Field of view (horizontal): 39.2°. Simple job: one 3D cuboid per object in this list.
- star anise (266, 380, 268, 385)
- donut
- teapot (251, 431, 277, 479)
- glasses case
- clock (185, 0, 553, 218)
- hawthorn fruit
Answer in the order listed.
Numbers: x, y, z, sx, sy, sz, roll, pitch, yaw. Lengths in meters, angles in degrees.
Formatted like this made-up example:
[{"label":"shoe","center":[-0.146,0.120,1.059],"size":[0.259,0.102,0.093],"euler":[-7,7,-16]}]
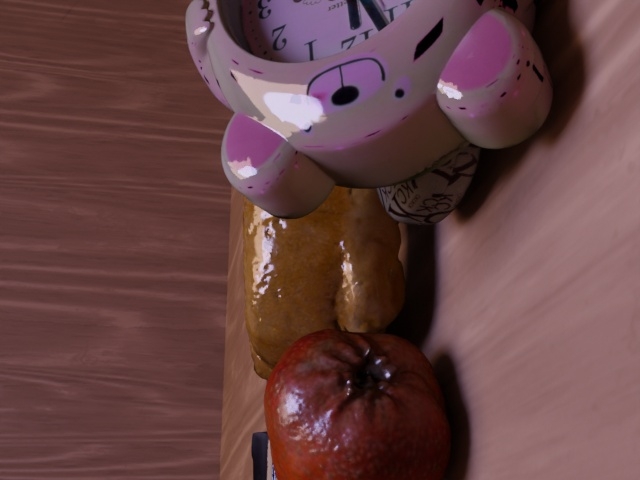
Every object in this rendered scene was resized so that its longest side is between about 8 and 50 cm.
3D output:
[{"label":"star anise","center":[-0.018,0.171,1.109],"size":[0.223,0.109,0.236],"euler":[89,165,-72]},{"label":"donut","center":[0.000,0.000,0.920],"size":[0.317,0.150,0.299],"euler":[-94,3,-57]},{"label":"teapot","center":[-0.039,0.314,1.214],"size":[0.096,0.087,0.177],"euler":[135,139,-58]},{"label":"glasses case","center":[0.082,-0.180,0.785],"size":[0.137,0.085,0.354],"euler":[119,154,-57]},{"label":"clock","center":[0.030,-0.186,0.663],"size":[0.114,0.284,0.309],"euler":[38,-139,-54]},{"label":"hawthorn fruit","center":[0.006,0.201,0.785],"size":[0.165,0.165,0.285],"euler":[-98,27,-48]}]
